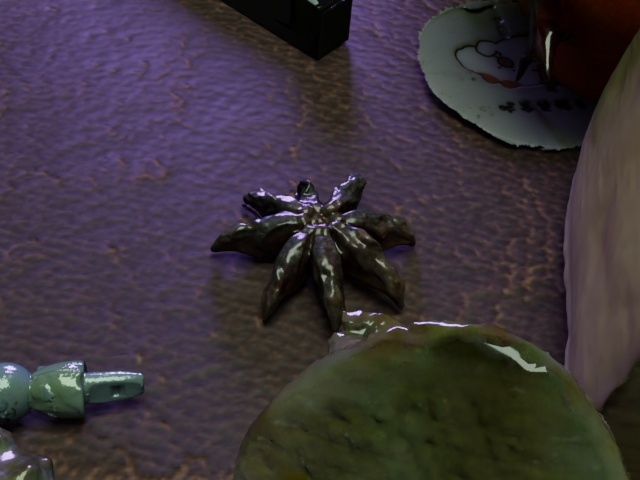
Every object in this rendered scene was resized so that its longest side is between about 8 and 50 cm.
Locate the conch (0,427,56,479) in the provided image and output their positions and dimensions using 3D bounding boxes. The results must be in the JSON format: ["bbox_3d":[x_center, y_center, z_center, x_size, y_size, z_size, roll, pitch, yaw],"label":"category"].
[{"bbox_3d":[-0.101,0.177,0.422,0.137,0.114,0.234,-43,100,-24],"label":"conch"}]

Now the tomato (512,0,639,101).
[{"bbox_3d":[0.237,-0.229,0.706,0.224,0.256,0.256,-14,47,13],"label":"tomato"}]

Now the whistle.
[{"bbox_3d":[-0.150,0.084,0.533,0.100,0.035,0.035,-2,49,-10],"label":"whistle"}]

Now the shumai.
[{"bbox_3d":[0.054,0.127,0.475,0.201,0.201,0.120,25,10,14],"label":"shumai"}]

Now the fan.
[{"bbox_3d":[0.158,-0.194,0.832,0.191,0.009,0.329,-6,52,-14],"label":"fan"}]

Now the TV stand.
[{"bbox_3d":[-0.083,-0.243,0.820,0.256,0.049,0.040,36,55,22],"label":"TV stand"}]

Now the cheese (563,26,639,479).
[{"bbox_3d":[0.227,-0.019,0.533,0.124,0.242,0.265,17,48,-4],"label":"cheese"}]

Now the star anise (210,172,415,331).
[{"bbox_3d":[0.001,0.000,0.622,0.141,0.042,0.141,3,50,-3],"label":"star anise"}]
